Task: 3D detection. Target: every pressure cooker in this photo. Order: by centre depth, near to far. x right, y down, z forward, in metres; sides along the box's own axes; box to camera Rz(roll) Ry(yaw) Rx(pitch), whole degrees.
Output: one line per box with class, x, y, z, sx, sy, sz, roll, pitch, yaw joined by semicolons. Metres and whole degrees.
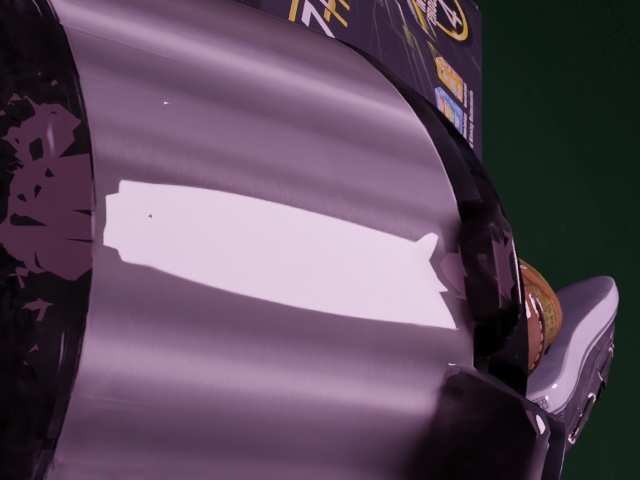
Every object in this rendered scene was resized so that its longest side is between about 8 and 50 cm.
pressure cooker;-0.104;0.051;0.936;0.420;0.375;0.370;13;49;-48

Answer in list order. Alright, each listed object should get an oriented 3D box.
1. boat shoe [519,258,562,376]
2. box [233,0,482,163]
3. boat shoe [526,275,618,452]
boat shoe;0.000;0.000;1.169;0.307;0.111;0.104;33;34;19
box;-0.015;-0.156;1.388;0.318;0.097;0.395;43;28;-21
boat shoe;0.208;0.107;1.613;0.076;0.080;0.228;66;25;-17
